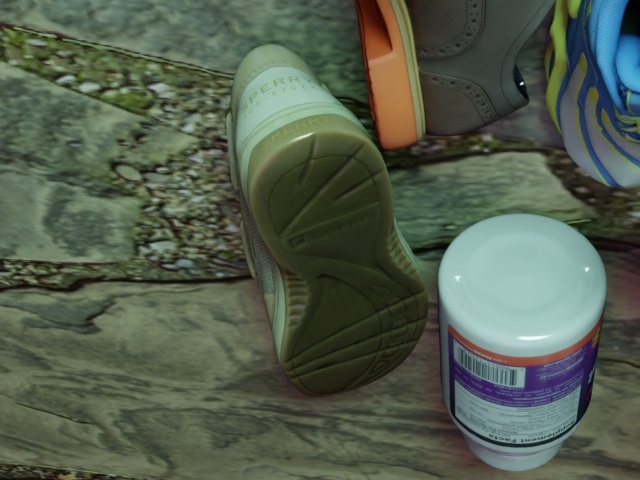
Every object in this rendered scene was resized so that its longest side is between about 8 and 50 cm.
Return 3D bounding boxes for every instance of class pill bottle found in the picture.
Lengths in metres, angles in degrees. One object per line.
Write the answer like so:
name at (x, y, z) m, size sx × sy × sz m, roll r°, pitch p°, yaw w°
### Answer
pill bottle at (0.136, 0.080, 0.784) m, size 0.108 × 0.108 × 0.193 m, roll 6°, pitch 143°, yaw 12°

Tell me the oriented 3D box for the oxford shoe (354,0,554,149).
oxford shoe at (0.062, -0.154, 0.542) m, size 0.098 × 0.097 × 0.271 m, roll -8°, pitch 147°, yaw 2°

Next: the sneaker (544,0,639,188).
sneaker at (0.151, -0.084, 0.551) m, size 0.091 × 0.126 × 0.240 m, roll 5°, pitch 141°, yaw 14°

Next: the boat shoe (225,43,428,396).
boat shoe at (0.000, 0.000, 0.745) m, size 0.109 × 0.098 × 0.302 m, roll -21°, pitch 143°, yaw -4°
